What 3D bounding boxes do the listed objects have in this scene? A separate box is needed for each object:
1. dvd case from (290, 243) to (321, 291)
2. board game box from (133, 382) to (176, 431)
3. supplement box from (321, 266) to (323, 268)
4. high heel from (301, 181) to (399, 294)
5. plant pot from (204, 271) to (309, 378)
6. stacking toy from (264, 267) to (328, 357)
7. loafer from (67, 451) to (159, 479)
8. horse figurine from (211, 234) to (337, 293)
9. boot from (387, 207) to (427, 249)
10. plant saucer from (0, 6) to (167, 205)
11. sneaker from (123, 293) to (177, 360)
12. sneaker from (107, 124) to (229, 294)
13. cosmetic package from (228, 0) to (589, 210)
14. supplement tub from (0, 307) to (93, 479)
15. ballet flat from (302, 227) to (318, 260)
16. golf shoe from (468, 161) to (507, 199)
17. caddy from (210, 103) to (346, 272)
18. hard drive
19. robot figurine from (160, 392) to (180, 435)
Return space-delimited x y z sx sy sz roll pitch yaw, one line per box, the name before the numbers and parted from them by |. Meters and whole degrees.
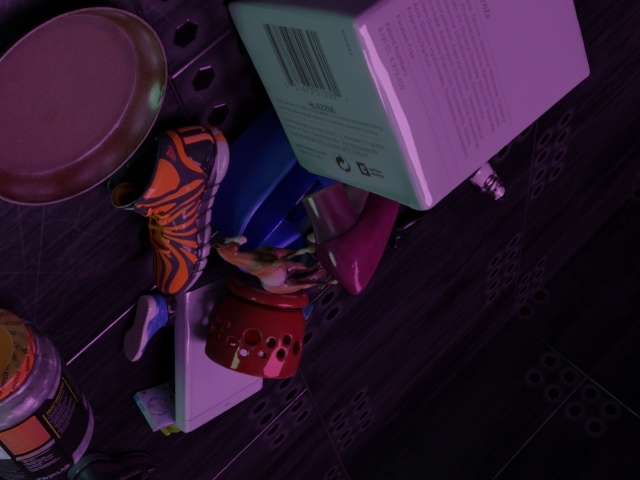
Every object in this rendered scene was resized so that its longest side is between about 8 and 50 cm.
dvd case | -0.028 -0.013 1.813 0.018 0.221 0.164 30 102 -29
board game box | -0.344 0.357 1.924 0.090 0.090 0.020 -11 149 -52
supplement box | 0.010 -0.039 1.973 0.130 0.073 0.239 -11 134 -53
high heel | 0.101 -0.030 1.589 0.127 0.181 0.377 -22 -179 39
plant pot | -0.118 0.162 1.768 0.191 0.191 0.174 -2 110 -57
stacking toy | -0.057 0.178 1.987 0.221 0.052 0.167 -63 -179 -42
loafer | -0.446 0.540 2.003 0.109 0.095 0.302 -50 155 2
horse figurine | -0.062 0.046 1.598 0.175 0.066 0.263 -12 160 15
boot | 0.229 -0.032 2.366 0.121 0.045 0.099 -32 148 -19
plant saucer | -0.348 -0.187 1.223 0.311 0.050 0.310 -38 152 -25
sneaker | -0.323 0.167 1.734 0.085 0.058 0.152 -5 124 -45
sneaker | -0.273 -0.044 1.483 0.180 0.125 0.321 -13 126 -46
cosmetic package | 0.145 -0.314 1.399 0.394 0.329 0.327 -39 124 -20
supplement tub | -0.490 0.247 1.422 0.194 0.194 0.316 -39 153 -22
ballet flat | 0.000 0.000 1.634 0.057 0.049 0.173 -35 173 -6
golf shoe | 0.481 -0.168 2.530 0.077 0.094 0.198 -52 153 7
caddy | -0.060 -0.095 1.661 0.341 0.179 0.241 -50 156 1
hard drive | -0.208 0.211 1.892 0.233 0.047 0.352 -25 130 -42
robot figurine | -0.331 0.387 2.012 0.101 0.067 0.115 -45 156 -32
